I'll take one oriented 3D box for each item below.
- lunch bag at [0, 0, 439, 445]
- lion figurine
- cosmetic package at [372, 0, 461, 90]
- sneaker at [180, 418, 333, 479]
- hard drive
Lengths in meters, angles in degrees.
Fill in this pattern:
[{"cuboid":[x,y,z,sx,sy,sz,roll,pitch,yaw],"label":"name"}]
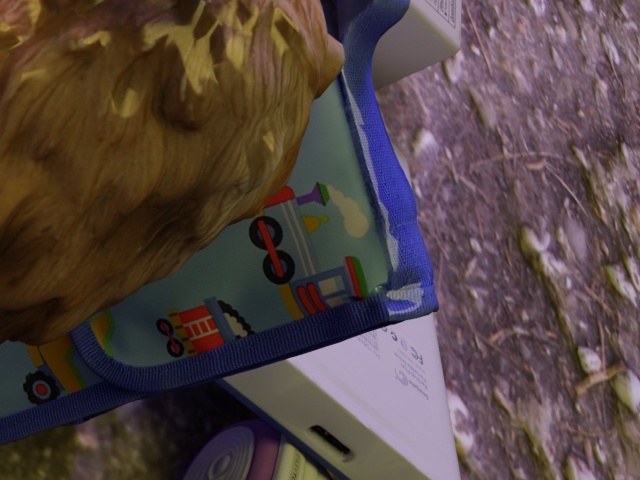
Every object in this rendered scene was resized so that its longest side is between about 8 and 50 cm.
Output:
[{"cuboid":[-0.081,-0.044,0.547,0.138,0.293,0.221,-11,82,-56],"label":"lunch bag"},{"cuboid":[-0.203,-0.057,0.365,0.392,0.240,0.142,21,40,-31],"label":"lion figurine"},{"cuboid":[-0.030,-0.250,0.883,0.309,0.113,0.160,34,48,-39],"label":"cosmetic package"},{"cuboid":[-0.028,0.237,0.633,0.152,0.114,0.305,48,40,-27],"label":"sneaker"},{"cuboid":[0.000,0.000,0.785,0.210,0.040,0.319,43,27,-33],"label":"hard drive"}]
